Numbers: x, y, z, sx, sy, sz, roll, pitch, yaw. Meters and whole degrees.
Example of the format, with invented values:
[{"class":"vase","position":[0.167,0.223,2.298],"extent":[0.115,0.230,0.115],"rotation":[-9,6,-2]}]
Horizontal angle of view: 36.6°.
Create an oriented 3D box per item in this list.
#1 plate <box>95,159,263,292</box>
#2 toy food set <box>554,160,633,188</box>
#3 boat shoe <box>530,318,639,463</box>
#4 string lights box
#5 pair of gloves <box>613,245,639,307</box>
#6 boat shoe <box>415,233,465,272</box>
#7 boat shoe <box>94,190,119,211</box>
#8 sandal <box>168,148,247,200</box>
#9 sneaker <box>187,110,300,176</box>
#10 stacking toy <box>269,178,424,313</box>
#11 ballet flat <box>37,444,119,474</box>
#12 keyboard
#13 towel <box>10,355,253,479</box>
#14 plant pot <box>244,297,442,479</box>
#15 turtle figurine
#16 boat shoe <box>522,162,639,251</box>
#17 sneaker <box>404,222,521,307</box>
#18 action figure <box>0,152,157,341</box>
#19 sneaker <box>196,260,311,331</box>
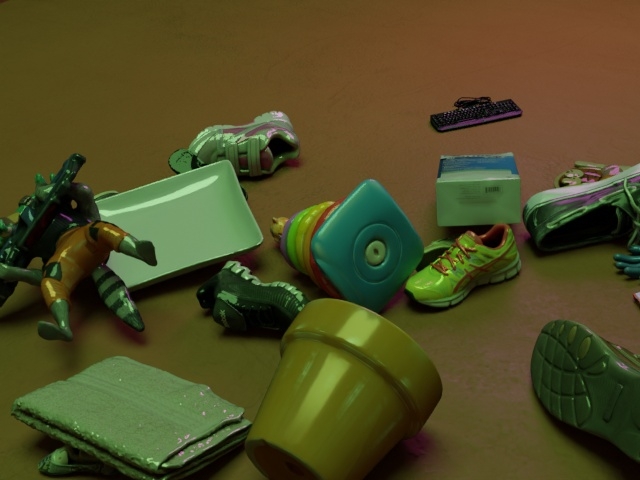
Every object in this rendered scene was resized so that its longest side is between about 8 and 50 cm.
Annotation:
[{"class":"plate","position":[-0.256,-0.017,1.674],"extent":[0.277,0.045,0.278],"rotation":[-18,38,-8]},{"class":"toy food set","position":[0.485,-0.108,1.723],"extent":[0.132,0.039,0.192],"rotation":[10,34,26]},{"class":"boat shoe","position":[0.373,0.195,1.185],"extent":[0.116,0.123,0.324],"rotation":[19,12,-24]},{"class":"string lights box","position":[0.266,-0.092,1.632],"extent":[0.133,0.077,0.260],"rotation":[-2,14,10]},{"class":"pair of gloves","position":[0.537,0.058,1.451],"extent":[0.159,0.023,0.198],"rotation":[-6,30,1]},{"class":"boat shoe","position":[0.198,0.020,1.559],"extent":[0.135,0.050,0.045],"rotation":[-12,26,-29]},{"class":"boat shoe","position":[-0.423,-0.039,1.776],"extent":[0.152,0.056,0.049],"rotation":[-35,45,-25]},{"class":"sandal","position":[-0.215,-0.116,1.811],"extent":[0.179,0.040,0.067],"rotation":[35,71,15]},{"class":"sneaker","position":[-0.148,-0.176,1.899],"extent":[0.252,0.103,0.111],"rotation":[-25,38,-20]},{"class":"stacking toy","position":[0.000,0.000,1.547],"extent":[0.166,0.175,0.302],"rotation":[-48,30,-18]},{"class":"ballet flat","position":[-0.308,0.275,1.232],"extent":[0.114,0.041,0.041],"rotation":[-1,31,10]},{"class":"keyboard","position":[0.322,-0.280,2.046],"extent":[0.192,0.038,0.100],"rotation":[-12,31,-11]},{"class":"towel","position":[-0.242,0.225,1.252],"extent":[0.282,0.049,0.187],"rotation":[15,20,31]},{"class":"plant pot","position":[0.013,0.206,1.157],"extent":[0.205,0.205,0.188],"rotation":[15,53,32]},{"class":"turtle figurine","position":[-0.564,-0.031,1.721],"extent":[0.175,0.118,0.234],"rotation":[21,51,38]},{"class":"boat shoe","position":[0.486,-0.050,1.557],"extent":[0.306,0.113,0.105],"rotation":[-10,37,0]},{"class":"sneaker","position":[0.215,0.031,1.488],"extent":[0.208,0.094,0.081],"rotation":[-23,36,-23]},{"class":"action figure","position":[-0.413,0.055,1.524],"extent":[0.341,0.178,0.330],"rotation":[-52,36,1]},{"class":"sneaker","position":[-0.103,0.103,1.452],"extent":[0.106,0.078,0.234],"rotation":[-31,35,-31]}]
